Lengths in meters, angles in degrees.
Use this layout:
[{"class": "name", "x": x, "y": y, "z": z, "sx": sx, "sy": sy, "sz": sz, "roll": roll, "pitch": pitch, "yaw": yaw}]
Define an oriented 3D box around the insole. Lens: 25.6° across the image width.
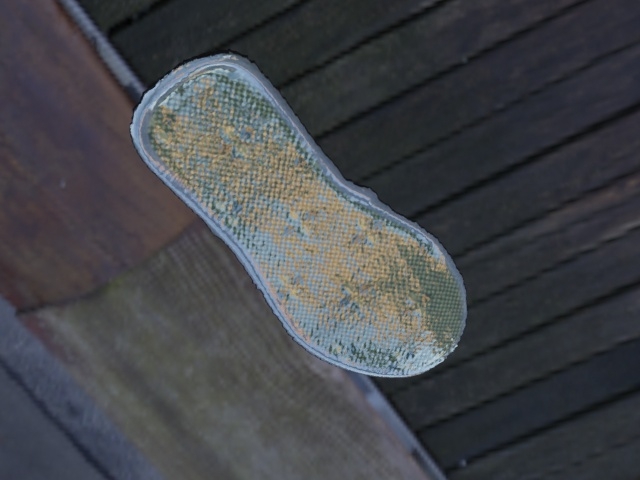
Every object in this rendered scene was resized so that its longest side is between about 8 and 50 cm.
[{"class": "insole", "x": 0.000, "y": 0.000, "z": 0.824, "sx": 0.109, "sy": 0.007, "sz": 0.322, "roll": -38, "pitch": 135, "yaw": 4}]
